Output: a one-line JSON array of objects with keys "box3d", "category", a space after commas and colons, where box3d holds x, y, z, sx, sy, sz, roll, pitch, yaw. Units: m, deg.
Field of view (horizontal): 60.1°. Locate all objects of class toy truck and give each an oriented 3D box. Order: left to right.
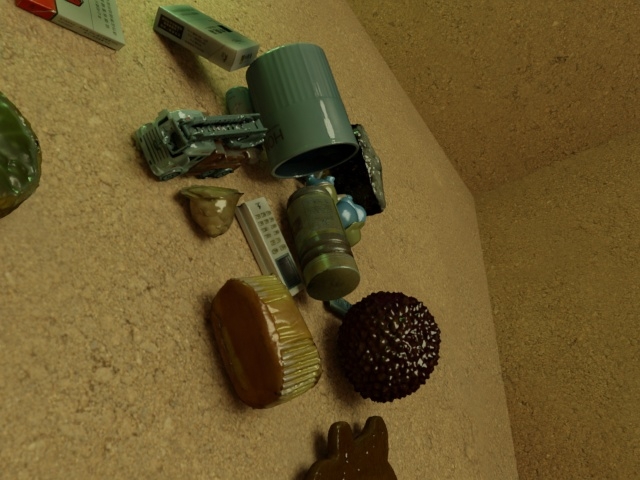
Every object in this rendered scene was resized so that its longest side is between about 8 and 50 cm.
[{"box3d": [-0.274, -0.238, 1.296, 0.338, 0.185, 0.132, -18, 84, -63], "category": "toy truck"}]

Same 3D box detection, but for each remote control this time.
[{"box3d": [-0.133, 0.022, 1.480, 0.277, 0.056, 0.103, 65, 28, -2], "category": "remote control"}]

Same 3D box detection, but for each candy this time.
[{"box3d": [-0.548, -0.142, 0.822, 0.260, 0.118, 0.259, 48, 27, -34], "category": "candy"}]

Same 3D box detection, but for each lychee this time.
[{"box3d": [0.193, 0.297, 1.574, 0.306, 0.306, 0.330, 55, 17, -21], "category": "lychee"}]

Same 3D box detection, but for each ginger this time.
[{"box3d": [-0.246, -0.078, 1.338, 0.193, 0.115, 0.122, -34, 120, -70], "category": "ginger"}]

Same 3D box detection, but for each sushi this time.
[{"box3d": [0.113, -0.240, 1.978, 0.234, 0.208, 0.348, 0, 74, -74], "category": "sushi"}]

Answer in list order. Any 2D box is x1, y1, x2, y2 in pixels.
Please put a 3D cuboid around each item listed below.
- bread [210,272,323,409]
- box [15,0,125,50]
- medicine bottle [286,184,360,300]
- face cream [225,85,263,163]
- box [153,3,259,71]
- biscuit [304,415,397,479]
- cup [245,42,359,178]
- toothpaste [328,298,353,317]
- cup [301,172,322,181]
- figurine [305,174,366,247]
[{"box3d": [-0.133, 0.216, 1.201, 0.156, 0.204, 0.287, -9, 73, -44], "category": "bread"}, {"box3d": [-0.545, -0.520, 1.204, 0.245, 0.035, 0.138, 12, 59, -58], "category": "box"}, {"box3d": [0.000, 0.000, 1.579, 0.151, 0.151, 0.322, 35, 29, -45], "category": "medicine bottle"}, {"box3d": [-0.216, -0.329, 1.590, 0.075, 0.075, 0.229, 13, 57, -57], "category": "face cream"}, {"box3d": [-0.304, -0.549, 1.493, 0.243, 0.067, 0.155, 31, 32, 5], "category": "box"}, {"box3d": [0.066, 0.588, 1.373, 0.432, 0.064, 0.282, 3, 75, -58], "category": "biscuit"}, {"box3d": [-0.053, -0.364, 1.609, 0.331, 0.257, 0.310, 33, 39, -81], "category": "cup"}, {"box3d": [0.099, 0.230, 1.743, 0.268, 0.047, 0.069, 36, 52, -38], "category": "toothpaste"}, {"box3d": [-0.052, -0.252, 1.819, 0.099, 0.074, 0.102, 34, 41, -45], "category": "cup"}, {"box3d": [0.048, -0.097, 1.795, 0.180, 0.154, 0.261, -11, 82, -51], "category": "figurine"}]
